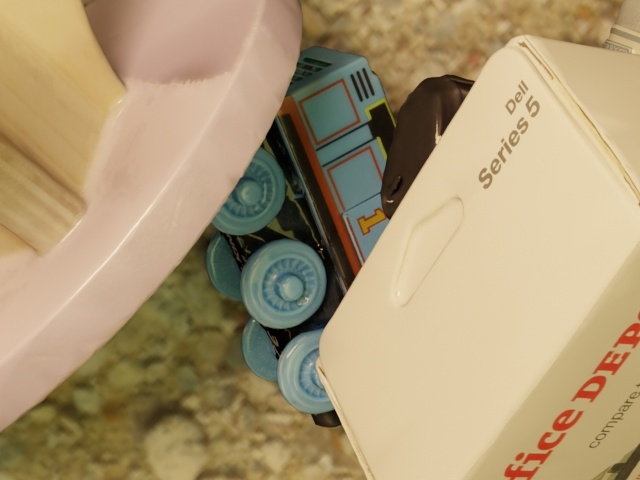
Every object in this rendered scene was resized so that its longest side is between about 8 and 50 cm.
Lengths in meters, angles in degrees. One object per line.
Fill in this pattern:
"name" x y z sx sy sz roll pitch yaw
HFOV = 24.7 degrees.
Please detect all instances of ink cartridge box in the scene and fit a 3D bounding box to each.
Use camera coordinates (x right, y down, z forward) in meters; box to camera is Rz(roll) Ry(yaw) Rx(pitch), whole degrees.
"ink cartridge box" 0.165 0.033 0.650 0.273 0.114 0.198 4 132 -32

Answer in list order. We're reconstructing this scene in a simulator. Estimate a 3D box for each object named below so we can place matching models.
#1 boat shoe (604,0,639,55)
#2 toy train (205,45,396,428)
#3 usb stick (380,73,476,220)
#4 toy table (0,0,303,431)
"boat shoe" 0.258 -0.097 0.748 0.228 0.079 0.081 11 106 -16
"toy train" 0.000 0.000 0.701 0.105 0.080 0.184 -28 111 -14
"usb stick" 0.150 -0.024 0.721 0.278 0.045 0.077 7 95 -33
"toy table" -0.151 -0.050 0.567 0.274 0.252 0.161 -53 128 -9
